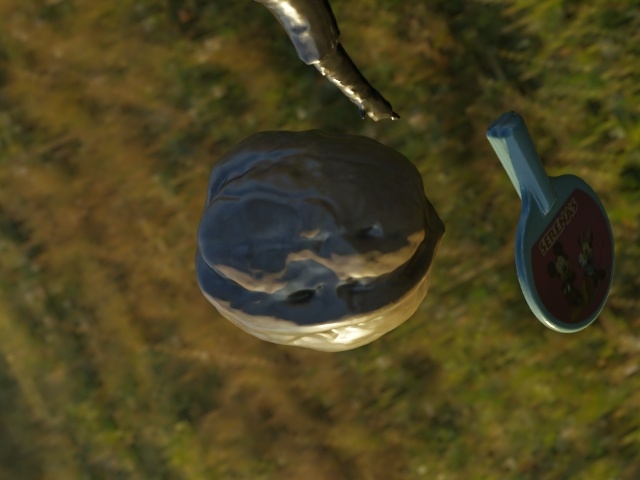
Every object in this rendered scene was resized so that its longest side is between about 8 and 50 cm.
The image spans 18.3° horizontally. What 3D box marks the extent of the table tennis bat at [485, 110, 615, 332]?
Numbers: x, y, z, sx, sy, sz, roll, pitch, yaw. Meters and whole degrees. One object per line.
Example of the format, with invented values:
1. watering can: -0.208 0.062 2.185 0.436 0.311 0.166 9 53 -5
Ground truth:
1. table tennis bat: 0.225 -0.021 1.957 0.040 0.153 0.244 -2 126 43

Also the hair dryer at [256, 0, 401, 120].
1. hair dryer: -0.030 -0.198 1.092 0.120 0.304 0.359 5 150 35

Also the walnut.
1. walnut: 0.000 0.000 1.758 0.224 0.224 0.224 41 146 36
